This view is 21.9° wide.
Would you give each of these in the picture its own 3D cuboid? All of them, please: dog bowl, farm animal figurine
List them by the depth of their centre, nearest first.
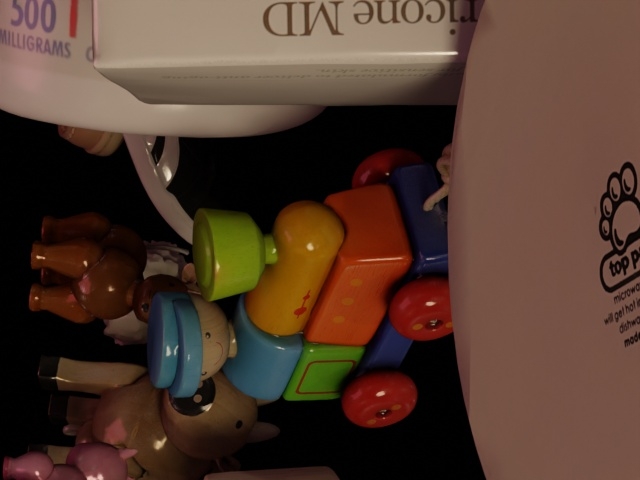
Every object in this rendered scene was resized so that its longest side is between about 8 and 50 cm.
[{"bbox_3d":[0.138,0.001,0.518,0.265,0.104,0.264,179,90,-70],"label":"dog bowl"},{"bbox_3d":[-0.118,0.154,1.150,0.327,0.172,0.330,119,156,-84],"label":"farm animal figurine"}]

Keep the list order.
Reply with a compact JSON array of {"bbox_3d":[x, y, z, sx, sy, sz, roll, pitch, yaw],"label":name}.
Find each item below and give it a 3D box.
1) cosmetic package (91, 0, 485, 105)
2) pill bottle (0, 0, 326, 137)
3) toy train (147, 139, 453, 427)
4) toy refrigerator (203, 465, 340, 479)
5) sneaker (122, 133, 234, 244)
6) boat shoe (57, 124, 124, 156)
[{"bbox_3d":[0.005,-0.244,0.702,0.155,0.197,0.365,51,-143,-87],"label":"cosmetic package"},{"bbox_3d":[-0.087,-0.279,0.946,0.229,0.229,0.407,-139,50,-64],"label":"pill bottle"},{"bbox_3d":[0.000,0.000,0.841,0.248,0.143,0.105,114,148,-49],"label":"toy train"},{"bbox_3d":[-0.035,0.284,1.024,0.102,0.094,0.269,-131,45,-61],"label":"toy refrigerator"},{"bbox_3d":[-0.080,-0.099,1.163,0.079,0.121,0.217,-80,-33,-61],"label":"sneaker"},{"bbox_3d":[-0.180,-0.227,1.216,0.121,0.110,0.341,-132,45,-60],"label":"boat shoe"}]
